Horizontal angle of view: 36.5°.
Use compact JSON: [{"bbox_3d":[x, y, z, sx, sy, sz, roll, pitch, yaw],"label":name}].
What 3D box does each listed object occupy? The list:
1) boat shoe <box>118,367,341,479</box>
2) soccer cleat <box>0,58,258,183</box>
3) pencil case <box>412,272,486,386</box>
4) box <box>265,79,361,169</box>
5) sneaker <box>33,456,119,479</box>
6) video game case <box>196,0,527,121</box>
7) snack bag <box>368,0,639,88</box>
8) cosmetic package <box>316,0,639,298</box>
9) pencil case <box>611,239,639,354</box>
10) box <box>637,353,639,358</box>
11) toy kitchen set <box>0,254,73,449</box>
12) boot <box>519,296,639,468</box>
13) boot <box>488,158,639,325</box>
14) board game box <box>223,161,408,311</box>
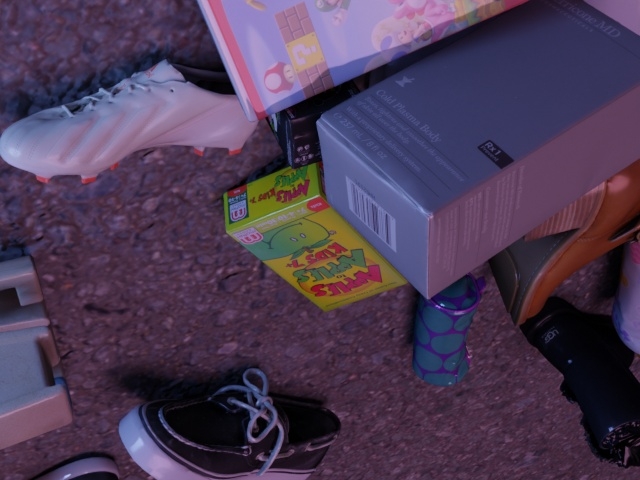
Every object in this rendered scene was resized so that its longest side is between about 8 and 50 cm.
[{"bbox_3d":[-0.079,0.203,1.036,0.105,0.113,0.306,-47,142,14],"label":"boat shoe"},{"bbox_3d":[-0.133,-0.094,0.700,0.196,0.068,0.076,-12,135,-29],"label":"soccer cleat"},{"bbox_3d":[0.140,0.096,1.079,0.070,0.065,0.152,-4,140,-3],"label":"pencil case"},{"bbox_3d":[-0.009,-0.106,0.737,0.062,0.083,0.052,-18,142,-13],"label":"box"},{"bbox_3d":[-0.332,0.366,1.047,0.295,0.147,0.104,-31,144,8],"label":"sneaker"},{"bbox_3d":[0.046,-0.221,0.637,0.285,0.025,0.204,-24,125,-3],"label":"video game case"},{"bbox_3d":[0.201,-0.175,0.822,0.342,0.037,0.323,-15,142,-15],"label":"snack bag"},{"bbox_3d":[0.129,-0.078,0.717,0.238,0.127,0.107,-35,146,-19],"label":"cosmetic package"},{"bbox_3d":[0.408,0.028,1.115,0.124,0.114,0.273,5,144,12],"label":"pencil case"},{"bbox_3d":[0.552,0.115,1.330,0.232,0.087,0.058,-42,138,20],"label":"box"},{"bbox_3d":[-0.269,0.137,0.799,0.122,0.166,0.207,-15,141,-16],"label":"toy kitchen set"},{"bbox_3d":[0.363,0.188,1.202,0.094,0.207,0.246,-42,141,19],"label":"boot"},{"bbox_3d":[0.282,-0.022,0.966,0.220,0.109,0.283,-16,145,-6],"label":"boot"},{"bbox_3d":[0.000,0.000,0.882,0.092,0.043,0.181,-21,145,20],"label":"board game box"}]
